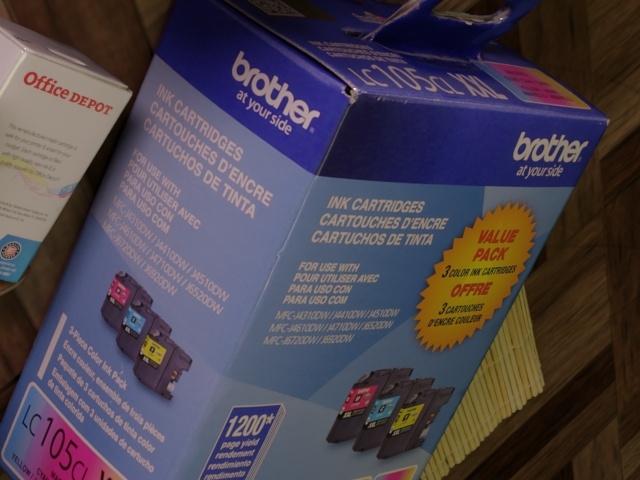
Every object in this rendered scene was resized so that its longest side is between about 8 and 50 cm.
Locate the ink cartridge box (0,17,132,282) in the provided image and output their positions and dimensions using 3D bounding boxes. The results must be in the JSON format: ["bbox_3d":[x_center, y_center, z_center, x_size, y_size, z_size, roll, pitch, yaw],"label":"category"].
[{"bbox_3d":[-0.166,-0.048,0.909,0.122,0.052,0.088,-56,148,10],"label":"ink cartridge box"}]

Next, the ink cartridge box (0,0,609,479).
[{"bbox_3d":[0.000,0.000,1.078,0.270,0.151,0.395,-1,121,-51],"label":"ink cartridge box"}]

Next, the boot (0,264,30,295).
[{"bbox_3d":[-0.218,0.047,0.955,0.118,0.042,0.087,-5,132,-48],"label":"boot"}]

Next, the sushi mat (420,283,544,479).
[{"bbox_3d":[0.110,0.076,1.406,0.151,0.019,0.316,-41,146,-15],"label":"sushi mat"}]
